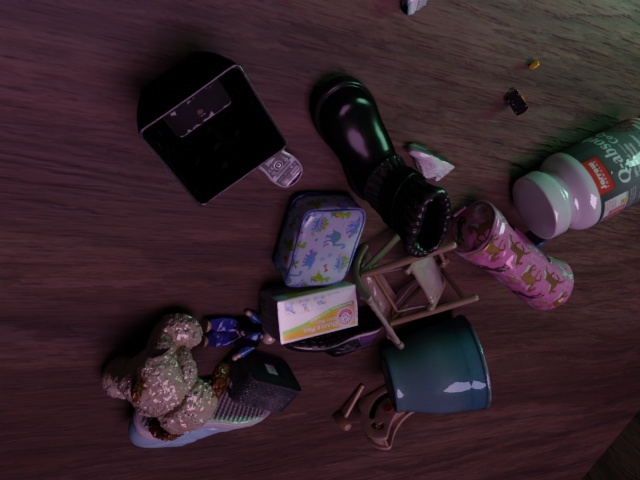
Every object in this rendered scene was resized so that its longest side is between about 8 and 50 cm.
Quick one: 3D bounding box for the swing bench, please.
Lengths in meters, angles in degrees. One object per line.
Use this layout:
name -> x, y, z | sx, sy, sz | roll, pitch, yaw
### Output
swing bench -> 0.222, 0.097, 1.642 | 0.254, 0.165, 0.253 | -32, 137, 1

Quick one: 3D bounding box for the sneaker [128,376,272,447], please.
sneaker -> -0.303, 0.433, 1.642 | 0.366, 0.135, 0.150 | 3, 146, -34

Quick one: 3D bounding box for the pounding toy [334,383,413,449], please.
pounding toy -> 0.186, 0.513, 1.971 | 0.269, 0.154, 0.155 | -29, 136, -9

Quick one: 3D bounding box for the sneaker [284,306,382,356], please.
sneaker -> 0.026, 0.264, 1.703 | 0.283, 0.107, 0.124 | -5, 134, -29

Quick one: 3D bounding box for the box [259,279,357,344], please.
box -> -0.026, 0.158, 1.549 | 0.203, 0.114, 0.103 | -11, 105, -26

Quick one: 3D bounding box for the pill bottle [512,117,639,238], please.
pill bottle -> 0.694, -0.153, 1.686 | 0.363, 0.210, 0.210 | -26, 135, -12

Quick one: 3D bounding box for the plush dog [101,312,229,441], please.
plush dog -> -0.319, 0.324, 1.426 | 0.262, 0.210, 0.225 | -40, 118, 6

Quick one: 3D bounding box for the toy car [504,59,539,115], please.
toy car -> 0.475, -0.345, 1.503 | 0.122, 0.060, 0.040 | -54, 166, 26

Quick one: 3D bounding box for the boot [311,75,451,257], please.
boot -> 0.129, -0.144, 1.305 | 0.131, 0.260, 0.348 | -36, 137, -1

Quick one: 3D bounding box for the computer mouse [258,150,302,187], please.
computer mouse -> -0.113, -0.171, 1.293 | 0.106, 0.042, 0.193 | -47, 130, 4

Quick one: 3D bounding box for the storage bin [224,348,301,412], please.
storage bin -> -0.150, 0.347, 1.644 | 0.180, 0.122, 0.084 | 26, 110, -43

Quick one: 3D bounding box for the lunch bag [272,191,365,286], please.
lunch bag -> 0.000, 0.000, 1.470 | 0.176, 0.090, 0.219 | -4, 127, -28

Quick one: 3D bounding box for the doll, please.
doll -> -0.192, 0.225, 1.559 | 0.189, 0.046, 0.129 | 7, 101, -33

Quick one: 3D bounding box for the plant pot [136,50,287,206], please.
plant pot -> -0.200, -0.207, 1.116 | 0.188, 0.167, 0.187 | -36, 136, -2

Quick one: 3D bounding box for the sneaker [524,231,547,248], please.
sneaker -> 0.591, 0.024, 1.888 | 0.144, 0.053, 0.059 | -37, 136, 13

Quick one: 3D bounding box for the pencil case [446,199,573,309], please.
pencil case -> 0.498, 0.042, 1.718 | 0.386, 0.167, 0.160 | 31, 77, -33

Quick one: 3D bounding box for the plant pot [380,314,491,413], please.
plant pot -> 0.312, 0.369, 1.870 | 0.255, 0.272, 0.272 | -12, 133, -4

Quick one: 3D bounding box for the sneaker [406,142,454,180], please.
sneaker -> 0.244, -0.174, 1.503 | 0.152, 0.054, 0.061 | 20, 116, -42

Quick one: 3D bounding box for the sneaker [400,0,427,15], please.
sneaker -> 0.182, -0.474, 1.225 | 0.069, 0.038, 0.098 | -27, 145, -12
